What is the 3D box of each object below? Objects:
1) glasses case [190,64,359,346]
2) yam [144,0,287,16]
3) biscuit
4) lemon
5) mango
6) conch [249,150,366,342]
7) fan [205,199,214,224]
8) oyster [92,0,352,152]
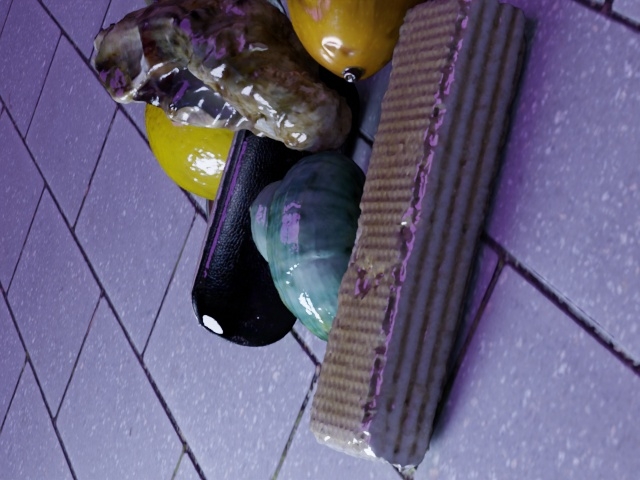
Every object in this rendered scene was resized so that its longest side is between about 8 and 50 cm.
[{"bbox_3d":[-0.048,-0.042,1.724,0.075,0.122,0.314,-157,83,-72],"label":"glasses case"},{"bbox_3d":[-0.144,-0.306,1.808,0.133,0.133,0.330,-60,38,28],"label":"yam"},{"bbox_3d":[0.084,-0.010,1.474,0.144,0.078,0.426,0,75,66],"label":"biscuit"},{"bbox_3d":[-0.107,-0.131,1.843,0.203,0.178,0.178,49,121,50],"label":"lemon"},{"bbox_3d":[0.053,-0.316,1.618,0.144,0.187,0.359,0,57,21],"label":"mango"},{"bbox_3d":[-0.002,0.002,1.604,0.188,0.121,0.176,-115,22,-60],"label":"conch"},{"bbox_3d":[-0.104,-0.025,1.969,0.132,0.009,0.220,-58,29,34],"label":"fan"},{"bbox_3d":[-0.116,-0.165,1.652,0.094,0.294,0.166,-44,-51,-55],"label":"oyster"}]
